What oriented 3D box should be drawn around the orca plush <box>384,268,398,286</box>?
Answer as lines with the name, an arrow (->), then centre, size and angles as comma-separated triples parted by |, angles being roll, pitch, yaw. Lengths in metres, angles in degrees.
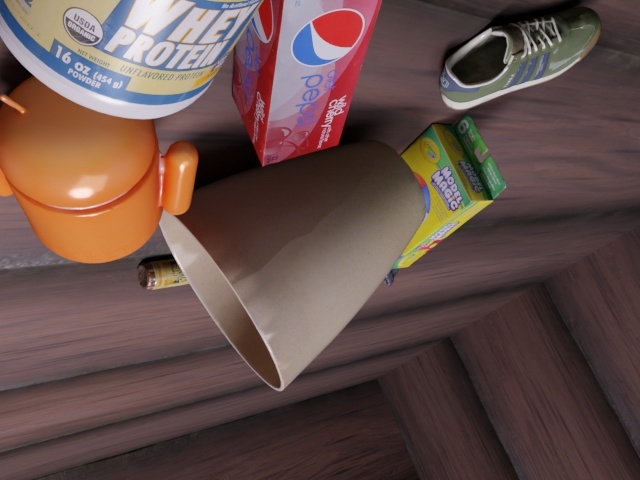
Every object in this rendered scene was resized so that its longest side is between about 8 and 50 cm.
orca plush -> 0.000, 0.000, 1.051 | 0.287, 0.102, 0.151 | -4, 117, -36

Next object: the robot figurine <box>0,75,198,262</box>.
robot figurine -> -0.200, -0.061, 0.583 | 0.128, 0.158, 0.219 | -51, 172, -25

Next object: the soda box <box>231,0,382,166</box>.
soda box -> -0.016, -0.171, 0.550 | 0.084, 0.092, 0.263 | -18, 160, -16

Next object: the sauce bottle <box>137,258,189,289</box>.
sauce bottle -> -0.200, 0.044, 0.985 | 0.128, 0.042, 0.042 | -10, 157, -37

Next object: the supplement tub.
supplement tub -> -0.089, -0.180, 0.370 | 0.144, 0.144, 0.200 | -6, 154, -40

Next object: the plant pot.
plant pot -> -0.014, -0.001, 0.825 | 0.274, 0.256, 0.256 | -34, 164, -19

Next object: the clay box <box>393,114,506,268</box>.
clay box -> 0.149, -0.066, 0.954 | 0.053, 0.127, 0.222 | -6, 154, -37

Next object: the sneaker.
sneaker -> 0.221, -0.210, 0.749 | 0.192, 0.064, 0.086 | -24, 166, 13
